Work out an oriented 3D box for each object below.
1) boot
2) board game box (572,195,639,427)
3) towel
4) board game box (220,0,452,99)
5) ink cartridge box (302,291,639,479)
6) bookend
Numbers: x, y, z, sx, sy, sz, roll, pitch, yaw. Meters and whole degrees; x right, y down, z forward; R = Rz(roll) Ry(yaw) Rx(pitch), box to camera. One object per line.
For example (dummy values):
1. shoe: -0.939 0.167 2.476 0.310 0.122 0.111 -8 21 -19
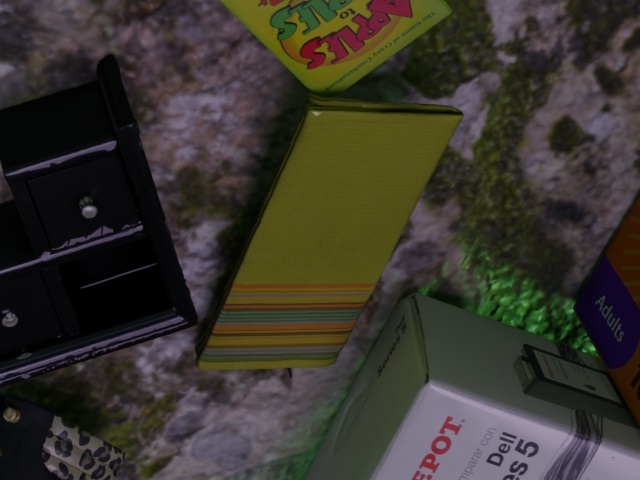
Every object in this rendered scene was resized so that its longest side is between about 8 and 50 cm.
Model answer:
1. boot: -0.243 0.169 1.155 0.236 0.085 0.178 30 77 -30
2. board game box: 0.440 0.047 1.146 0.357 0.356 0.356 11 122 -26
3. towel: 0.000 0.000 1.152 0.102 0.021 0.237 0 139 -25
4. board game box: -0.010 -0.153 1.008 0.092 0.043 0.181 -36 144 10
5. ink cartridge box: 0.144 0.178 1.265 0.273 0.114 0.198 19 117 -14
6. bookend: -0.167 -0.005 1.082 0.156 0.072 0.157 -17 131 -5
